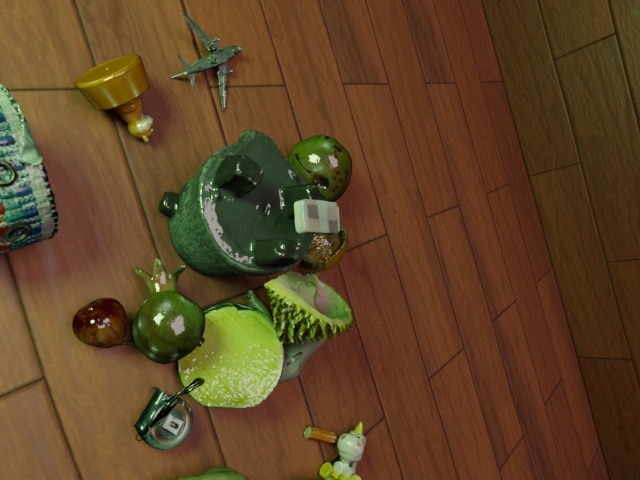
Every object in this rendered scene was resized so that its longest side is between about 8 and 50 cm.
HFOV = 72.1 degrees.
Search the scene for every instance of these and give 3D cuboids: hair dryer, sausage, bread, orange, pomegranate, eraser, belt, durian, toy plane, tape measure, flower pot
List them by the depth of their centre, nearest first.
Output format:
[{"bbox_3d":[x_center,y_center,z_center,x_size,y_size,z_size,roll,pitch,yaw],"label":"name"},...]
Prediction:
[{"bbox_3d":[-0.507,-0.105,0.653,0.150,0.207,0.258,-28,108,-45],"label":"belt"},{"bbox_3d":[-0.261,0.330,0.816,0.107,0.179,0.104,42,40,-27],"label":"tape measure"},{"bbox_3d":[-0.295,0.136,0.848,0.131,0.152,0.191,-4,62,-35],"label":"pomegranate"},{"bbox_3d":[-0.005,-0.044,0.849,0.105,0.026,0.065,3,79,-49],"label":"eraser"},{"bbox_3d":[-0.155,-0.072,0.915,0.299,0.282,0.299,9,76,-40],"label":"flower pot"},{"bbox_3d":[-0.189,0.246,0.937,0.228,0.033,0.229,7,69,-18],"label":"bread"},{"bbox_3d":[-0.016,0.139,0.988,0.352,0.158,0.169,3,79,-78],"label":"durian"},{"bbox_3d":[-0.256,-0.430,1.050,0.226,0.058,0.226,-45,127,-38],"label":"toy plane"},{"bbox_3d":[-0.078,0.229,1.079,0.219,0.088,0.225,9,60,-48],"label":"hair dryer"},{"bbox_3d":[0.007,0.493,1.113,0.107,0.031,0.031,29,63,-34],"label":"sausage"},{"bbox_3d":[0.000,0.000,1.145,0.156,0.134,0.157,26,52,-39],"label":"orange"},{"bbox_3d":[-0.008,-0.186,1.171,0.179,0.210,0.179,-1,96,-8],"label":"pomegranate"}]

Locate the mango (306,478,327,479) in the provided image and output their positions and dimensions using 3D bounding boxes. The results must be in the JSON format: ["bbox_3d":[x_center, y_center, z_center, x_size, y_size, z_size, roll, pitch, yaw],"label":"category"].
[{"bbox_3d":[0.000,0.635,1.015,0.221,0.120,0.151,46,66,-14],"label":"mango"}]

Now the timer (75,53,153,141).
[{"bbox_3d":[-0.383,-0.271,0.879,0.132,0.132,0.152,-56,141,-34],"label":"timer"}]

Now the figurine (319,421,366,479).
[{"bbox_3d":[0.074,0.556,1.133,0.130,0.109,0.178,57,44,-53],"label":"figurine"}]

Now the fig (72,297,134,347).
[{"bbox_3d":[-0.387,0.167,0.802,0.089,0.088,0.125,-50,137,-37],"label":"fig"}]

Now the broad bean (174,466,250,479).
[{"bbox_3d":[-0.251,0.539,0.828,0.263,0.121,0.189,-13,94,-29],"label":"broad bean"}]
